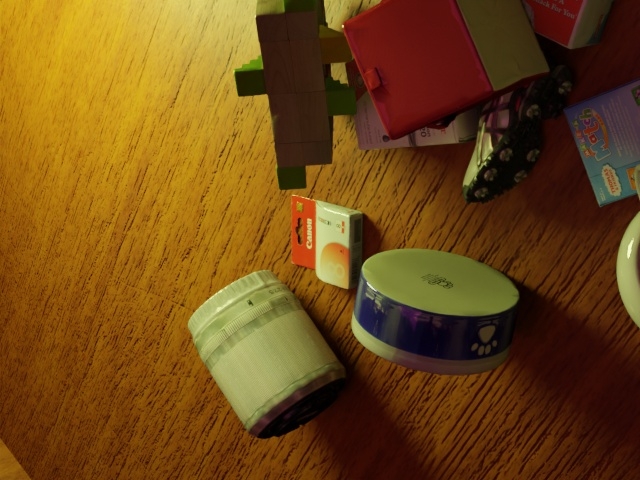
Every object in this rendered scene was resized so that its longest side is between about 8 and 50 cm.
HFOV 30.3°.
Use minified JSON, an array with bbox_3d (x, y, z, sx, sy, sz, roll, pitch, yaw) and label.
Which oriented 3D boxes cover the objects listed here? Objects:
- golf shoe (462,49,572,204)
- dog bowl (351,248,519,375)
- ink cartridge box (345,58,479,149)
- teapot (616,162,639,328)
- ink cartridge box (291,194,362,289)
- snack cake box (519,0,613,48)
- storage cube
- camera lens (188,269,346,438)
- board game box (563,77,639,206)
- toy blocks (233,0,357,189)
[{"bbox_3d":[0.292,-0.181,1.861,0.120,0.105,0.273,52,127,37],"label":"golf shoe"},{"bbox_3d":[0.187,0.111,1.925,0.264,0.264,0.104,25,118,36],"label":"dog bowl"},{"bbox_3d":[0.158,-0.236,1.959,0.217,0.092,0.159,-1,103,42],"label":"ink cartridge box"},{"bbox_3d":[0.516,0.044,1.622,0.252,0.187,0.256,22,82,8],"label":"teapot"},{"bbox_3d":[0.000,0.000,2.221,0.179,0.045,0.146,15,113,37],"label":"ink cartridge box"},{"bbox_3d":[0.310,-0.408,1.759,0.264,0.089,0.152,34,124,31],"label":"snack cake box"},{"bbox_3d":[0.183,-0.281,1.720,0.193,0.183,0.215,-21,92,40],"label":"storage cube"},{"bbox_3d":[-0.100,0.223,2.264,0.274,0.219,0.219,55,133,15],"label":"camera lens"},{"bbox_3d":[0.473,-0.155,1.724,0.211,0.039,0.160,-20,90,44],"label":"board game box"},{"bbox_3d":[-0.037,-0.317,2.007,0.190,0.261,0.382,-4,128,4],"label":"toy blocks"}]
